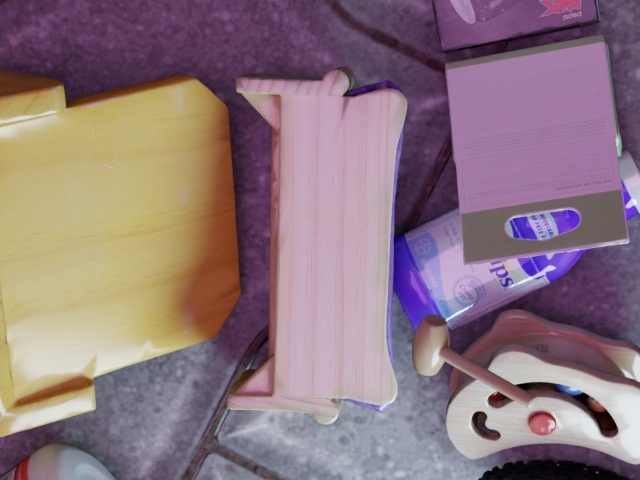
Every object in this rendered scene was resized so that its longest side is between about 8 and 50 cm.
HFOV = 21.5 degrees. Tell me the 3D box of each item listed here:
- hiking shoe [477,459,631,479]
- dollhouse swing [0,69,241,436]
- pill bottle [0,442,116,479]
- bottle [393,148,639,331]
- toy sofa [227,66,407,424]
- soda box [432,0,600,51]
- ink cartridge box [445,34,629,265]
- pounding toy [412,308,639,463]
[{"bbox_3d":[0.309,0.315,1.780,0.304,0.113,0.132,9,97,7],"label":"hiking shoe"},{"bbox_3d":[-0.303,-0.023,1.779,0.315,0.305,0.347,12,116,36],"label":"dollhouse swing"},{"bbox_3d":[-0.360,0.376,1.853,0.323,0.181,0.181,-36,90,11],"label":"pill bottle"},{"bbox_3d":[0.209,-0.004,1.770,0.283,0.092,0.118,-26,89,10],"label":"bottle"},{"bbox_3d":[0.000,0.000,1.774,0.177,0.150,0.362,1,97,3],"label":"toy sofa"},{"bbox_3d":[0.205,-0.240,1.764,0.169,0.053,0.060,-10,95,9],"label":"soda box"},{"bbox_3d":[0.222,-0.085,1.721,0.171,0.056,0.235,-9,67,13],"label":"ink cartridge box"},{"bbox_3d":[0.210,0.179,1.743,0.269,0.155,0.154,17,124,-2],"label":"pounding toy"}]
